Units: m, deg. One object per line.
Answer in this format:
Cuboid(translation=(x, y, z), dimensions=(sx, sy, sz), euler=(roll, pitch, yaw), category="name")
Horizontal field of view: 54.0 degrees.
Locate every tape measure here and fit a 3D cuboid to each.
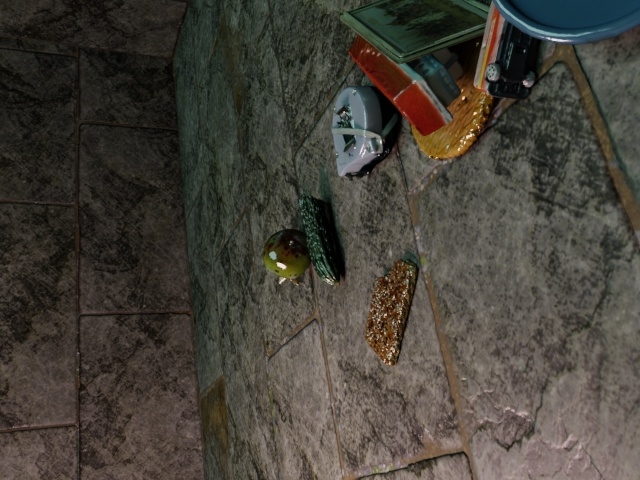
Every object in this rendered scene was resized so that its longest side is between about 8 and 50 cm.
Cuboid(translation=(0.091, -0.249, 1.388), dimensions=(0.182, 0.107, 0.180), euler=(139, 122, -62), category="tape measure")

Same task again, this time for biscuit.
Cuboid(translation=(0.145, 0.139, 1.342), dimensions=(0.131, 0.026, 0.236), euler=(-137, 52, -57), category="biscuit")
Cuboid(translation=(0.237, -0.271, 1.141), dimensions=(0.254, 0.035, 0.253), euler=(180, 90, -67), category="biscuit")

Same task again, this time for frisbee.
Cuboid(translation=(0.346, -0.389, 0.790), dimensions=(0.290, 0.049, 0.289), euler=(-1, 88, 36), category="frisbee")

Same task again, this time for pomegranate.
Cuboid(translation=(-0.082, 0.046, 1.748), dimensions=(0.169, 0.149, 0.148), euler=(56, -160, -62), category="pomegranate")

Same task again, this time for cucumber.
Cuboid(translation=(-0.001, 0.001, 1.617), dimensions=(0.077, 0.077, 0.265), euler=(127, 139, -53), category="cucumber")

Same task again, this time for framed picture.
Cuboid(translation=(0.174, -0.389, 1.095), dimensions=(0.274, 0.217, 0.017), euler=(-123, 13, -50), category="framed picture")

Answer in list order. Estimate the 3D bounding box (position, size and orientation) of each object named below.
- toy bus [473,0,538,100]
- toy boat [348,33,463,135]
Cuboid(translation=(0.293, -0.309, 0.971), dimensions=(0.077, 0.079, 0.174), euler=(-136, 52, -66), category="toy bus")
Cuboid(translation=(0.151, -0.328, 1.141), dimensions=(0.133, 0.145, 0.331), euler=(-41, 38, 12), category="toy boat")
